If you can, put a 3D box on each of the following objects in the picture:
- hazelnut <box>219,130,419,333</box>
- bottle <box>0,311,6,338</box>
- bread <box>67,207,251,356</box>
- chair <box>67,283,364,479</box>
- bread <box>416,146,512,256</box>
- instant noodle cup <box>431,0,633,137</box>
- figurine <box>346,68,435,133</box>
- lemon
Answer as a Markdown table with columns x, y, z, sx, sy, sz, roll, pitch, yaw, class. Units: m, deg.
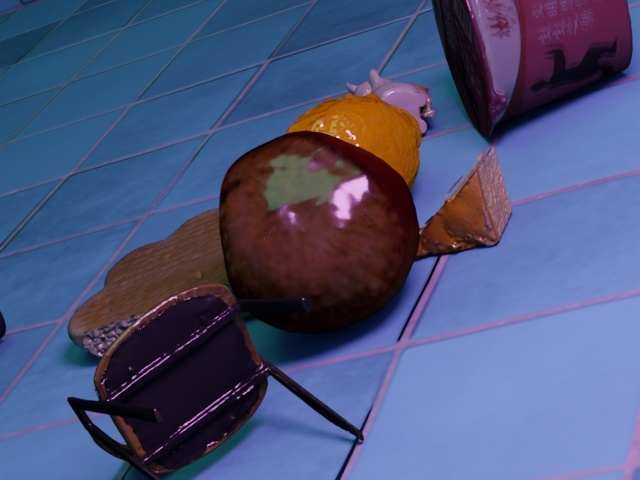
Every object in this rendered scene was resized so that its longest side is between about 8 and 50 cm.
| x | y | z | sx | sy | sz | roll | pitch | yaw | class |
| --- | --- | --- | --- | --- | --- | --- | --- | --- | --- |
| 0.000 | 0.000 | 1.629 | 0.208 | 0.208 | 0.208 | -22 | 21 | 9 | hazelnut |
| -0.470 | 0.143 | 1.927 | 0.244 | 0.072 | 0.082 | -33 | 1 | -22 | bottle |
| -0.128 | 0.035 | 1.828 | 0.286 | 0.056 | 0.207 | -16 | 26 | 23 | bread |
| -0.108 | 0.131 | 1.453 | 0.158 | 0.172 | 0.247 | -36 | 30 | -23 | chair |
| 0.129 | -0.039 | 1.686 | 0.109 | 0.080 | 0.084 | -9 | 23 | 30 | bread |
| 0.231 | -0.249 | 1.901 | 0.178 | 0.235 | 0.235 | -16 | 20 | -4 | instant noodle cup |
| 0.086 | -0.156 | 2.054 | 0.098 | 0.081 | 0.146 | 16 | 10 | -14 | figurine |
| 0.032 | -0.084 | 1.818 | 0.187 | 0.142 | 0.142 | -27 | 19 | -33 | lemon |
